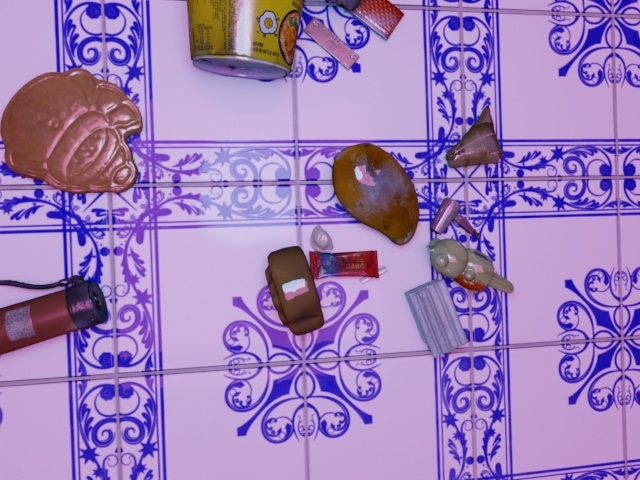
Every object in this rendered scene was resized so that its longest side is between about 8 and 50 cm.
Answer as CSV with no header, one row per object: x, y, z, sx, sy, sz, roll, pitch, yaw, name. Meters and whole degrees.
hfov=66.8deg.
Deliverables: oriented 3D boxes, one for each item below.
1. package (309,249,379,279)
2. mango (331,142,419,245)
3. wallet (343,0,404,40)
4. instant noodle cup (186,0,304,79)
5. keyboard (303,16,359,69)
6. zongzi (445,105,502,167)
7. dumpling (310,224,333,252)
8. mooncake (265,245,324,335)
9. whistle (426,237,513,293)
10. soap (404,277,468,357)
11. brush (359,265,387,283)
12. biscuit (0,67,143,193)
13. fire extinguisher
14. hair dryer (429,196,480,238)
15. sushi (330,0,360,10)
0.067,0.067,1.353,0.200,0.022,0.083,0,70,-12,package
0.159,-0.124,1.318,0.192,0.146,0.316,-41,102,1,mango
0.136,-0.662,1.372,0.196,0.020,0.103,36,80,-6,wallet
-0.186,-0.548,1.190,0.325,0.325,0.254,4,98,-9,instant noodle cup
0.032,-0.551,1.360,0.166,0.017,0.055,39,89,-7,keyboard
0.429,-0.299,1.396,0.160,0.078,0.176,-8,81,-8,zongzi
0.000,0.001,1.344,0.059,0.043,0.077,-32,100,12,dumpling
-0.073,0.120,1.247,0.117,0.235,0.235,-20,93,-5,mooncake
0.420,0.079,1.373,0.288,0.131,0.106,27,116,-11,whistle
0.329,0.219,1.383,0.114,0.063,0.199,-21,93,-7,soap
0.150,0.098,1.381,0.083,0.013,0.016,-28,90,0,brush
-0.621,-0.274,1.239,0.351,0.057,0.312,24,88,-8,biscuit
-0.742,0.185,1.211,0.375,0.113,0.200,-19,51,-10,fire extinguisher
0.401,-0.046,1.405,0.154,0.054,0.106,27,91,-12,hair dryer
0.119,-0.727,1.302,0.332,0.124,0.130,-42,83,-11,sushi
